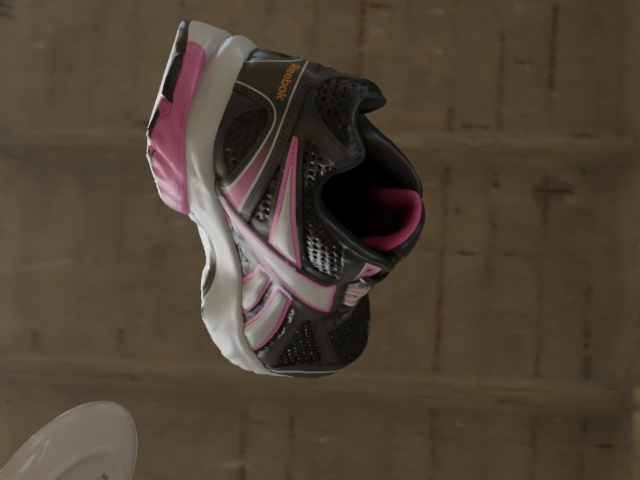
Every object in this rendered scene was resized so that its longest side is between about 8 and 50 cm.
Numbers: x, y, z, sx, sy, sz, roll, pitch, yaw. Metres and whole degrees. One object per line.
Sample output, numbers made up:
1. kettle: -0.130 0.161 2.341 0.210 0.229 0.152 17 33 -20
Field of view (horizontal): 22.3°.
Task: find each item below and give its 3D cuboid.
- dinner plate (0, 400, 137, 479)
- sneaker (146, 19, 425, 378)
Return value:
1. dinner plate: -0.144 0.152 0.884 0.017 0.141 0.141 28 -85 24
2. sneaker: 0.000 0.000 0.560 0.077 0.178 0.072 11 -115 20
